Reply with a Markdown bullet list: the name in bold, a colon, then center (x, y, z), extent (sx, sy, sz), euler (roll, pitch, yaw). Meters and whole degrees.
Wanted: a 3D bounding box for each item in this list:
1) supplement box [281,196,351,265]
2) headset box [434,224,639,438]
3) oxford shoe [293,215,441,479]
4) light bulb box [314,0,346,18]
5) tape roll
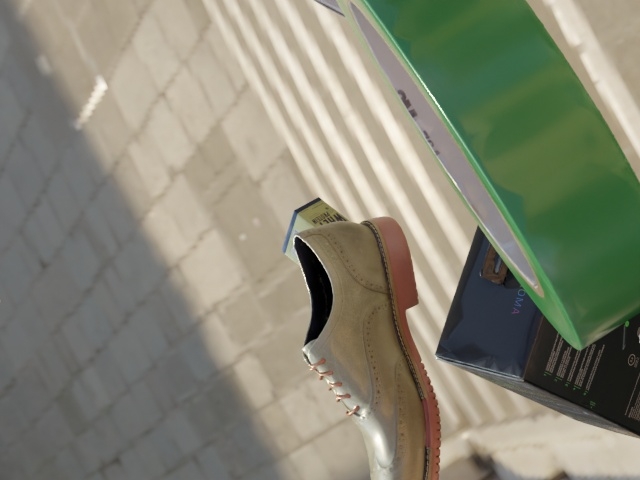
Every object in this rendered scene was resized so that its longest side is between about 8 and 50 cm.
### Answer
- **supplement box**: center (0.000, 0.000, 2.202), extent (0.083, 0.056, 0.083), euler (38, 134, 22)
- **headset box**: center (0.280, 0.062, 1.702), extent (0.131, 0.283, 0.246), euler (12, 80, 46)
- **oxford shoe**: center (0.047, 0.168, 1.869), extent (0.140, 0.146, 0.397), euler (137, 126, -60)
- **light bulb box**: center (0.152, -0.424, 1.835), extent (0.225, 0.361, 0.358), euler (28, -165, -14)
- **tape roll**: center (0.109, -0.082, 0.998), extent (0.321, 0.077, 0.321), euler (56, -177, -4)
